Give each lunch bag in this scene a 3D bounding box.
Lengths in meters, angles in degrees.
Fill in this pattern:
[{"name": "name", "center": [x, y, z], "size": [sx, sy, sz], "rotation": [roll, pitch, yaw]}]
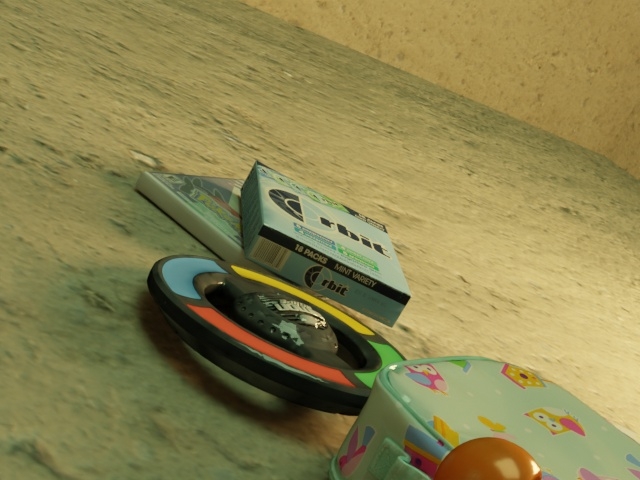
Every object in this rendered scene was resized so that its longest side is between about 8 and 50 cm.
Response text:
[{"name": "lunch bag", "center": [0.146, 0.190, 0.829], "size": [0.279, 0.108, 0.224], "rotation": [37, 23, 32]}]

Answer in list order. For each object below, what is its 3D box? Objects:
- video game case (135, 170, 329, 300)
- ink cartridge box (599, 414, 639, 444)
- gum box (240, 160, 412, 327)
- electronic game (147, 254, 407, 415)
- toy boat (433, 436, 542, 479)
[{"name": "video game case", "center": [-0.059, -0.005, 1.222], "size": [0.201, 0.023, 0.183], "rotation": [37, 17, 25]}, {"name": "ink cartridge box", "center": [0.233, 0.194, 1.050], "size": [0.181, 0.062, 0.104], "rotation": [27, 16, -9]}, {"name": "gum box", "center": [0.000, 0.000, 1.194], "size": [0.157, 0.041, 0.184], "rotation": [26, 18, -15]}, {"name": "electronic game", "center": [-0.029, 0.070, 0.968], "size": [0.229, 0.048, 0.229], "rotation": [25, 11, -5]}, {"name": "toy boat", "center": [0.068, 0.173, 0.631], "size": [0.231, 0.151, 0.151], "rotation": [28, 1, -6]}]
